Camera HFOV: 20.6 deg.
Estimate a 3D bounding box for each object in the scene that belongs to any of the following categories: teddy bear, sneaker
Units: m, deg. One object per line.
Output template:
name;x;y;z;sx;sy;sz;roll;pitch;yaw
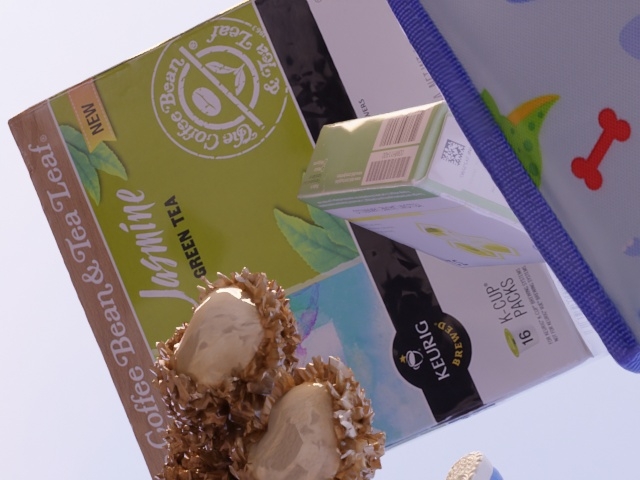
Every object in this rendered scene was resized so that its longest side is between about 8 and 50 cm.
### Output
teddy bear;-0.022;0.174;0.983;0.245;0.113;0.338;24;-54;51
sneaker;0.124;0.262;1.505;0.058;0.084;0.152;-23;-155;47

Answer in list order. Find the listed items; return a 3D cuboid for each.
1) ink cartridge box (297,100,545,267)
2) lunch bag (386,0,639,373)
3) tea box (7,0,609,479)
ink cartridge box;0.125;-0.011;1.016;0.171;0.235;0.056;-5;-115;68
lunch bag;0.078;-0.071;0.333;0.129;0.096;0.151;-39;-105;23
tea box;0.000;0.000;1.306;0.324;0.220;0.329;-25;-97;12
